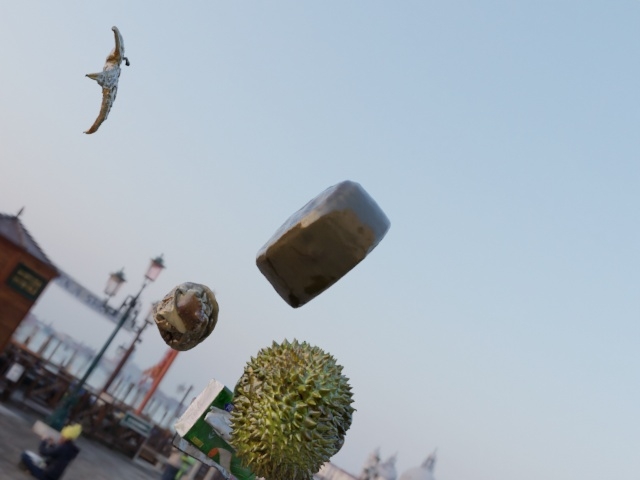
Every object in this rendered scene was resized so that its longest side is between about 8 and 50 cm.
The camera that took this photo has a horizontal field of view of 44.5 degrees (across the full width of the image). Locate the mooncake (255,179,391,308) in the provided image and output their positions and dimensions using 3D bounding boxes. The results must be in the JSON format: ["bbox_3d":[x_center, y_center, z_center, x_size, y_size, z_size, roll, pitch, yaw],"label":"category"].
[{"bbox_3d":[0.000,0.000,1.614,0.155,0.284,0.284,51,-18,-4],"label":"mooncake"}]

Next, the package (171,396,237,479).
[{"bbox_3d":[-0.299,0.567,2.208,0.239,0.154,0.030,40,-41,-19],"label":"package"}]

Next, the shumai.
[{"bbox_3d":[-0.274,0.139,1.577,0.146,0.145,0.116,28,-15,11],"label":"shumai"}]

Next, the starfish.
[{"bbox_3d":[-0.394,-0.284,1.451,0.050,0.138,0.247,19,-27,-7],"label":"starfish"}]

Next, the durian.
[{"bbox_3d":[-0.056,0.308,1.431,0.225,0.291,0.291,21,-18,13],"label":"durian"}]

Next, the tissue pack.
[{"bbox_3d":[-0.196,0.440,1.770,0.209,0.148,0.156,44,-14,-18],"label":"tissue pack"}]
